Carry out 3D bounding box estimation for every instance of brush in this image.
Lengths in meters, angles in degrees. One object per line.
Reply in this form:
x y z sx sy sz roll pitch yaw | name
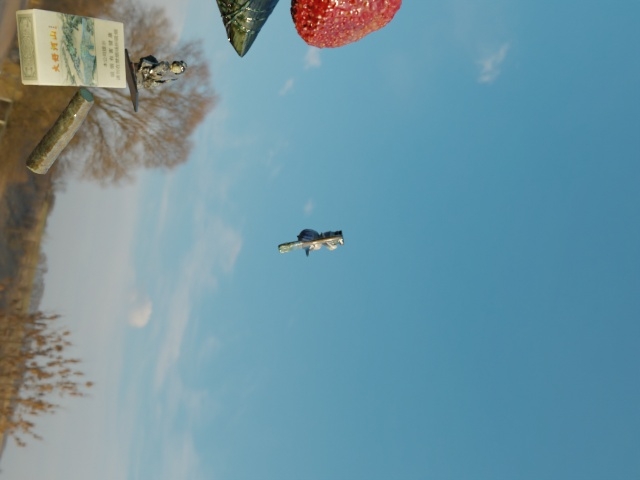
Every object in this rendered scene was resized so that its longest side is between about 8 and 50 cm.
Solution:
-0.030 0.008 1.749 0.070 0.197 0.021 89 -9 -76 | brush

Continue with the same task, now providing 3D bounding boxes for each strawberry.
0.056 -0.654 1.542 0.351 0.312 0.267 -53 -163 44 | strawberry

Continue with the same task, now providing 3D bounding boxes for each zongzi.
-0.240 -0.786 1.694 0.384 0.362 0.318 -28 -100 40 | zongzi

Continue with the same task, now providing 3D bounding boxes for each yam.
-0.652 -0.270 1.464 0.274 0.061 0.061 -41 -137 25 | yam

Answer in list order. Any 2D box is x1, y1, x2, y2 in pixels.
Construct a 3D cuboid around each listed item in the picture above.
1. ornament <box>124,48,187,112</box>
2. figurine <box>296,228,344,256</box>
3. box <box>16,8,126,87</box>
-0.525 -0.535 1.901 0.166 0.196 0.153 149 -76 -69 | ornament
0.000 0.000 1.911 0.086 0.149 0.087 -92 170 -46 | figurine
-0.595 -0.459 1.417 0.069 0.256 0.164 9 -74 28 | box
